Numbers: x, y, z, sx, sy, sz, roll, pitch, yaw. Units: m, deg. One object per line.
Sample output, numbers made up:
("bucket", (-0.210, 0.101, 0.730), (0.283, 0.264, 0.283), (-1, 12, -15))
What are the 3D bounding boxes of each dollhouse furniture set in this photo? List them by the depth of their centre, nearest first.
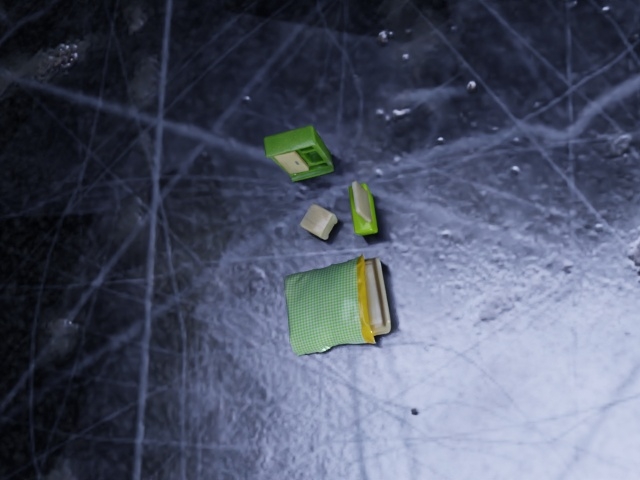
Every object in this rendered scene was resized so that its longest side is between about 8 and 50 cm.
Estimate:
("dollhouse furniture set", (0.000, 0.000, 0.911), (0.076, 0.058, 0.151), (-13, 72, 14))
